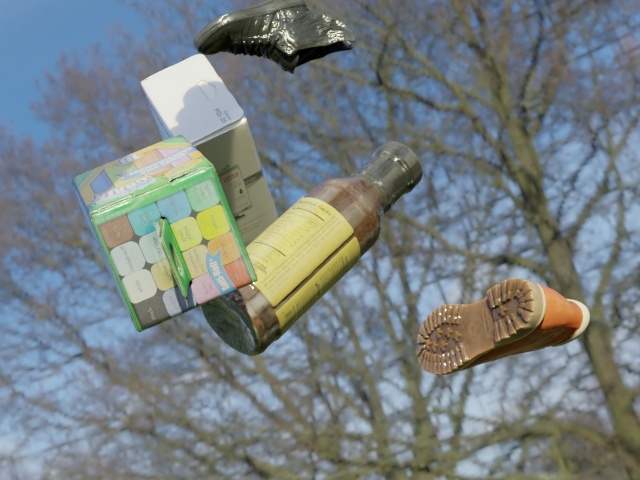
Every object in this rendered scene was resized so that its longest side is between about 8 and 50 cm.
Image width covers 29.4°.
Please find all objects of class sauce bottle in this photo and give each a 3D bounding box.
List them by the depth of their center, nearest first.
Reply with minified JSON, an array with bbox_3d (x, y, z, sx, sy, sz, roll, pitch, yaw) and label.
[{"bbox_3d":[0.000,0.000,1.505,0.344,0.111,0.111,-41,-2,-31],"label":"sauce bottle"}]

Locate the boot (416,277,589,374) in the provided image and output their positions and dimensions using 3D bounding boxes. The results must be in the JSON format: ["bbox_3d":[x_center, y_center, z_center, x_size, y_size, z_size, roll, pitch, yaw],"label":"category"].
[{"bbox_3d":[0.150,0.079,1.022,0.084,0.059,0.158,11,-24,-35],"label":"boot"}]

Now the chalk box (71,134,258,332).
[{"bbox_3d":[-0.153,-0.007,1.210,0.132,0.132,0.213,-23,22,-11],"label":"chalk box"}]

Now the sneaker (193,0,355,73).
[{"bbox_3d":[-0.053,-0.229,1.407,0.170,0.089,0.051,-25,-14,-14],"label":"sneaker"}]

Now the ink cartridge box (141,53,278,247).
[{"bbox_3d":[-0.178,-0.134,2.023,0.117,0.207,0.283,-27,-42,-9],"label":"ink cartridge box"}]
